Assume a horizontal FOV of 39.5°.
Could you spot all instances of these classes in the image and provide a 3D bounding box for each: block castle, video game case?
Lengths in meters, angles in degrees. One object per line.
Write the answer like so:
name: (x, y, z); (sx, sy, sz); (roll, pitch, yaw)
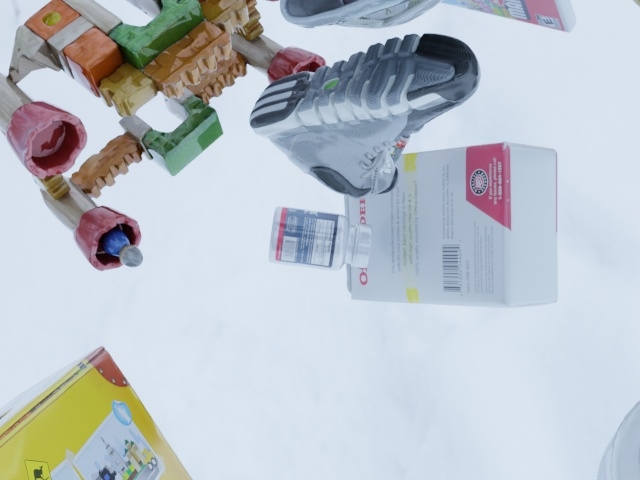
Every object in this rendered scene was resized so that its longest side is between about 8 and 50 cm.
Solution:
block castle: (-0.195, -0.198, 1.190); (0.213, 0.303, 0.453); (37, 69, 28)
video game case: (0.209, -0.390, 1.254); (0.285, 0.204, 0.025); (26, 79, 36)

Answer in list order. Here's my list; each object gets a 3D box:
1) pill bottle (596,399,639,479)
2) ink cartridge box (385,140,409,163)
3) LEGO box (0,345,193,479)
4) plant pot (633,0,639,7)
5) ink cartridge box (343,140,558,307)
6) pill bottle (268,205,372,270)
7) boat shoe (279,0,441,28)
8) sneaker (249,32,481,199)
pill bottle: (0.325, 0.205, 0.754); (0.162, 0.278, 0.162); (-4, 68, 11)
ink cartridge box: (0.126, -0.161, 1.506); (0.029, 0.115, 0.063); (34, 14, 9)
LEGO box: (-0.330, 0.400, 1.090); (0.193, 0.372, 0.500); (-31, 5, 14)
plant pot: (0.357, -0.262, 0.716); (0.212, 0.212, 0.187); (10, 54, -17)
ink cartridge box: (0.233, -0.025, 1.651); (0.160, 0.279, 0.384); (-2, 1, -42)
pill bottle: (0.000, 0.000, 1.628); (0.180, 0.108, 0.108); (8, 42, -1)
boat shoe: (0.085, -0.240, 0.644); (0.103, 0.118, 0.320); (-24, 2, -35)
sneaker: (0.058, -0.099, 0.786); (0.228, 0.132, 0.086); (-4, 49, 39)
